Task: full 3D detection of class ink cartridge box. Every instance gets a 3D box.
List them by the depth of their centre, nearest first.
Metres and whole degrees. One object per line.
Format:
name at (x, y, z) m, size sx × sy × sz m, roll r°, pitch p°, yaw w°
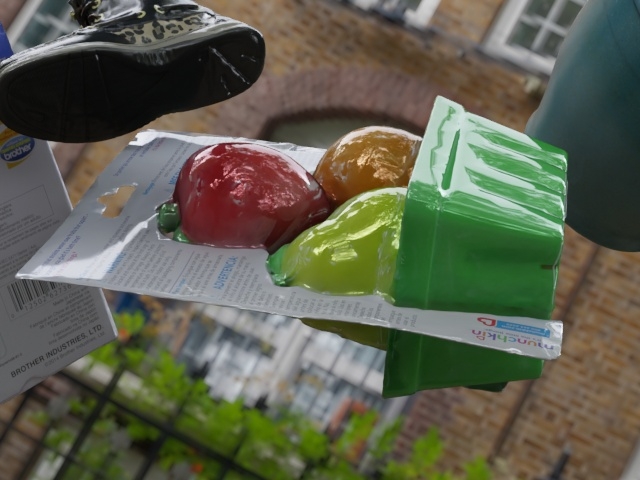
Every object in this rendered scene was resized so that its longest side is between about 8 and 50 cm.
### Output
ink cartridge box at (-0.300, -0.017, 1.328) m, size 0.065 × 0.186 × 0.311 m, roll 10°, pitch -58°, yaw 49°

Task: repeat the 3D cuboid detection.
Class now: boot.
boot at (-0.187, -0.166, 1.346) m, size 0.178 × 0.236 × 0.085 m, roll 45°, pitch -40°, yaw 44°

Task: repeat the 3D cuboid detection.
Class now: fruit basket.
fruit basket at (0.000, 0.000, 1.163) m, size 0.353 × 0.165 × 0.327 m, roll 2°, pitch 22°, yaw 8°

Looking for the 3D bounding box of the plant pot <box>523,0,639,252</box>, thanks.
plant pot at (0.329, -0.127, 1.508) m, size 0.272 × 0.271 × 0.255 m, roll 31°, pitch -44°, yaw -8°
